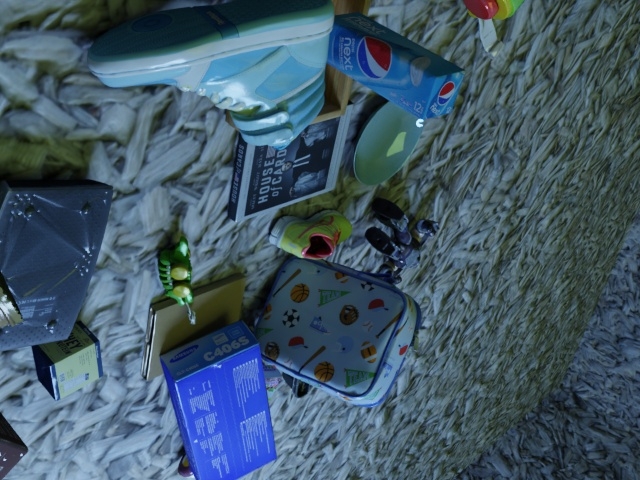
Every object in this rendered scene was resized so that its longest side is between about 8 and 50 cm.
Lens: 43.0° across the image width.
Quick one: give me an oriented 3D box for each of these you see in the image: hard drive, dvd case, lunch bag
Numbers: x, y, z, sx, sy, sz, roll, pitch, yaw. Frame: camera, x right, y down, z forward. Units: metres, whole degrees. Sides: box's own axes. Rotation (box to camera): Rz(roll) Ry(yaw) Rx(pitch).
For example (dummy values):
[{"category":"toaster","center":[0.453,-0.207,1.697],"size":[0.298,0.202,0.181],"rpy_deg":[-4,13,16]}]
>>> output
[{"category":"hard drive","center":[-0.385,0.031,1.087],"size":[0.172,0.054,0.254],"rpy_deg":[-7,127,-50]},{"category":"dvd case","center":[-0.050,-0.139,1.384],"size":[0.239,0.030,0.179],"rpy_deg":[-22,137,-41]},{"category":"lunch bag","center":[0.035,0.160,1.518],"size":[0.243,0.303,0.115],"rpy_deg":[-65,149,-10]}]

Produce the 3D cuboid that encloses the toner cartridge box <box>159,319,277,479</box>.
[{"category":"toner cartridge box","center":[-0.183,0.320,1.522],"size":[0.165,0.075,0.347],"rpy_deg":[-23,134,-22]}]

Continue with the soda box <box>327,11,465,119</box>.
[{"category":"soda box","center":[0.097,-0.250,1.149],"size":[0.071,0.210,0.067],"rpy_deg":[-21,137,-42]}]

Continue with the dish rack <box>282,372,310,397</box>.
[{"category":"dish rack","center":[0.031,0.204,1.794],"size":[0.272,0.074,0.208],"rpy_deg":[-26,141,-37]}]

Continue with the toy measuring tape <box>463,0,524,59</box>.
[{"category":"toy measuring tape","center":[0.337,-0.432,1.518],"size":[0.121,0.121,0.330],"rpy_deg":[-49,149,-6]}]

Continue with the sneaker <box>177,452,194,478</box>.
[{"category":"sneaker","center":[-0.232,0.401,1.664],"size":[0.185,0.070,0.084],"rpy_deg":[-44,130,-13]}]

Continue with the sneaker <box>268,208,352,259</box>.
[{"category":"sneaker","center":[0.000,0.000,1.526],"size":[0.209,0.094,0.081],"rpy_deg":[-12,129,-49]}]

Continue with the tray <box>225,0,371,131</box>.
[{"category":"tray","center":[-0.017,-0.358,1.165],"size":[0.203,0.076,0.410],"rpy_deg":[-22,139,-40]}]

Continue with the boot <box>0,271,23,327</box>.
[{"category":"boot","center":[-0.506,0.076,0.907],"size":[0.270,0.089,0.236],"rpy_deg":[-30,138,-12]}]

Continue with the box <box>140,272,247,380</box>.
[{"category":"box","center":[-0.225,0.152,1.453],"size":[0.201,0.021,0.164],"rpy_deg":[-20,136,-41]}]

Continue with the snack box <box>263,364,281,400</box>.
[{"category":"snack box","center":[-0.159,0.294,1.612],"size":[0.141,0.037,0.100],"rpy_deg":[2,133,-29]}]

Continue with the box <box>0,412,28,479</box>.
[{"category":"box","center":[-0.521,0.251,1.019],"size":[0.168,0.167,0.203],"rpy_deg":[-47,148,-9]}]

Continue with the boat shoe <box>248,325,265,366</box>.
[{"category":"boat shoe","center":[-0.141,0.225,1.611],"size":[0.043,0.049,0.137],"rpy_deg":[-32,141,-25]}]

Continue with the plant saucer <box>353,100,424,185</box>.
[{"category":"plant saucer","center":[0.120,-0.196,1.542],"size":[0.195,0.037,0.194],"rpy_deg":[-33,143,-29]}]

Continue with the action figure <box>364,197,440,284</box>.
[{"category":"action figure","center":[0.175,0.014,1.772],"size":[0.185,0.099,0.285],"rpy_deg":[-60,153,-5]}]

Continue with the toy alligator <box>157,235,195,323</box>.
[{"category":"toy alligator","center":[-0.236,0.070,1.327],"size":[0.051,0.056,0.189],"rpy_deg":[-1,130,-3]}]

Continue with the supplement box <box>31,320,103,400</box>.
[{"category":"supplement box","center":[-0.384,0.183,1.238],"size":[0.083,0.056,0.083],"rpy_deg":[-28,141,-35]}]

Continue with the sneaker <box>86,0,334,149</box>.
[{"category":"sneaker","center":[-0.128,-0.195,1.059],"size":[0.319,0.127,0.208],"rpy_deg":[-14,130,-14]}]
